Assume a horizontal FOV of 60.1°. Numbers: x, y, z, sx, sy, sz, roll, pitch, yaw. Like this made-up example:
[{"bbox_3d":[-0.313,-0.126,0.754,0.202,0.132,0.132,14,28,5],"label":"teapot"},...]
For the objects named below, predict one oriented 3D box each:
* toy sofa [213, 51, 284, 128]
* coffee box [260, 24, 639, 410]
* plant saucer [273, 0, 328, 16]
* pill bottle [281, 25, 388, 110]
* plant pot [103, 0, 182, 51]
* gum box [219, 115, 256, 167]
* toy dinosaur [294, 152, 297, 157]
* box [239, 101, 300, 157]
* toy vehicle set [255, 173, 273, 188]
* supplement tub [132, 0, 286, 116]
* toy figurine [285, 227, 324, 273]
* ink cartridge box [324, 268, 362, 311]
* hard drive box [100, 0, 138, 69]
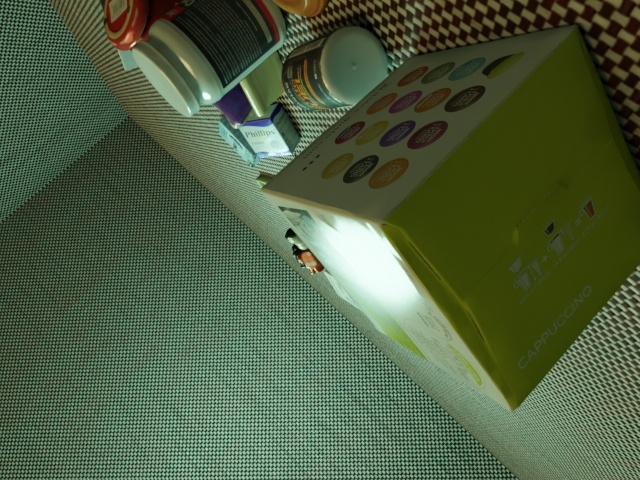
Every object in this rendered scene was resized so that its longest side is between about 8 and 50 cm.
[{"bbox_3d":[-0.264,-0.447,1.364,0.363,0.177,0.150,40,167,28],"label":"toy sofa"},{"bbox_3d":[0.192,-0.041,0.785,0.338,0.337,0.334,52,166,-26],"label":"coffee box"},{"bbox_3d":[-0.068,-0.472,0.957,0.200,0.037,0.200,43,168,11],"label":"plant saucer"},{"bbox_3d":[0.009,-0.307,1.021,0.130,0.130,0.246,51,167,-23],"label":"pill bottle"},{"bbox_3d":[-0.369,-0.487,1.226,0.174,0.191,0.191,-3,-150,-46],"label":"plant pot"},{"bbox_3d":[-0.302,-0.368,2.067,0.184,0.041,0.157,47,168,-2],"label":"gum box"},{"bbox_3d":[0.070,-0.157,1.429,0.313,0.121,0.160,47,157,13],"label":"toy dinosaur"},{"bbox_3d":[-0.146,-0.308,1.563,0.126,0.072,0.137,-1,140,33],"label":"box"},{"bbox_3d":[-0.154,-0.180,2.209,0.166,0.035,0.267,52,166,-27],"label":"toy vehicle set"},{"bbox_3d":[-0.223,-0.404,1.131,0.191,0.272,0.191,43,167,12],"label":"supplement tub"},{"bbox_3d":[0.000,0.000,1.887,0.148,0.210,0.213,65,170,-13],"label":"toy figurine"},{"bbox_3d":[0.125,0.149,1.697,0.203,0.086,0.148,30,160,40],"label":"ink cartridge box"},{"bbox_3d":[-0.626,-0.676,1.773,0.232,0.089,0.181,-126,20,-50],"label":"hard drive box"}]
